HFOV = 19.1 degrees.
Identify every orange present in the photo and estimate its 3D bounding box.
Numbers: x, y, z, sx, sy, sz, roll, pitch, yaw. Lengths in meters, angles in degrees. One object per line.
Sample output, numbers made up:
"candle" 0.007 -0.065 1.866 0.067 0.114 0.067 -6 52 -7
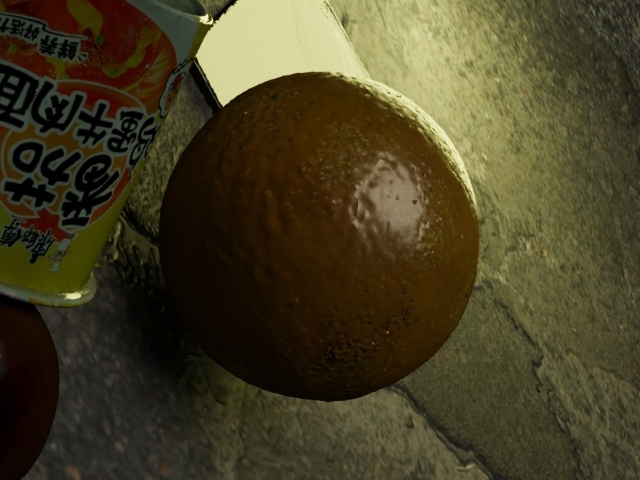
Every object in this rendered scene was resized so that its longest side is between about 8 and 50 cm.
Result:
"orange" 0.000 0.000 1.543 0.274 0.274 0.274 41 38 -43

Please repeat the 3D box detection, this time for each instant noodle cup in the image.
"instant noodle cup" -0.203 -0.110 1.193 0.264 0.200 0.264 32 10 -6

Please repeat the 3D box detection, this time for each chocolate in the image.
"chocolate" -0.241 0.084 1.179 0.177 0.177 0.176 41 38 -43

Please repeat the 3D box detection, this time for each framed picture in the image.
"framed picture" -0.019 -0.140 1.876 0.244 0.013 0.324 61 29 -15
